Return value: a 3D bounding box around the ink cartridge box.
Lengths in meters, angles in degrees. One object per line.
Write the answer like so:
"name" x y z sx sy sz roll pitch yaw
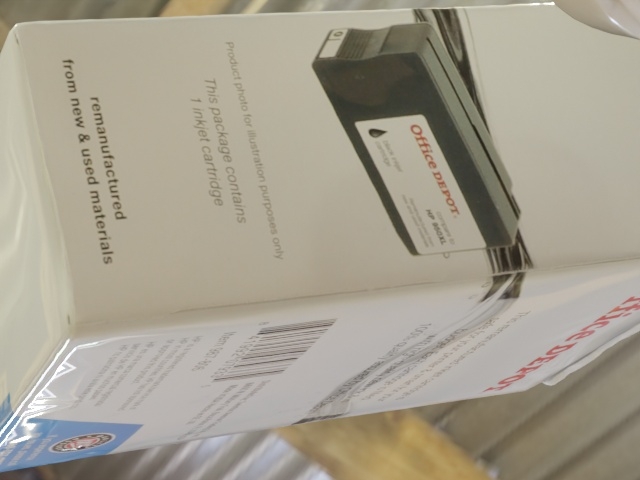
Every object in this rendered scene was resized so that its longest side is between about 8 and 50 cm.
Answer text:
"ink cartridge box" 0.000 0.000 0.948 0.285 0.395 0.166 136 -55 -59

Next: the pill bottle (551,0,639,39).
"pill bottle" 0.243 -0.138 0.579 0.363 0.210 0.210 21 -39 54
